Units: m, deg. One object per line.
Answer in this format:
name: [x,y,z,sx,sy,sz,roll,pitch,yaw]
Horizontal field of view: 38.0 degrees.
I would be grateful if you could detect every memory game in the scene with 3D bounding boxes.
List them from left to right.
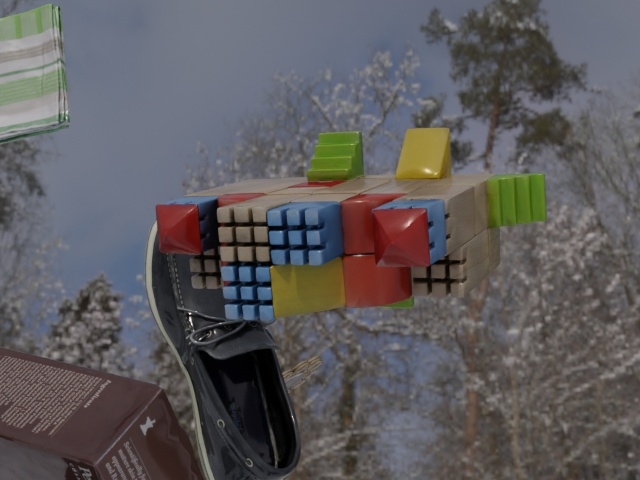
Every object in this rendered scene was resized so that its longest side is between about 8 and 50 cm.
memory game: [-0.073,0.278,1.780,0.186,0.012,0.186,-32,-16,-11]

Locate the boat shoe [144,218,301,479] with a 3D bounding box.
boat shoe: [-0.150,0.169,1.505,0.186,0.500,0.156,-5,-19,-40]

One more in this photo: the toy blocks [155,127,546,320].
toy blocks: [0.000,0.000,0.892,0.381,0.191,0.261,0,11,24]

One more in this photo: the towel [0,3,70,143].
towel: [-0.350,-0.194,1.086,0.113,0.152,0.023,-10,-10,14]

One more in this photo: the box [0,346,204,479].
box: [-0.350,0.263,1.196,0.381,0.143,0.191,5,-52,31]
